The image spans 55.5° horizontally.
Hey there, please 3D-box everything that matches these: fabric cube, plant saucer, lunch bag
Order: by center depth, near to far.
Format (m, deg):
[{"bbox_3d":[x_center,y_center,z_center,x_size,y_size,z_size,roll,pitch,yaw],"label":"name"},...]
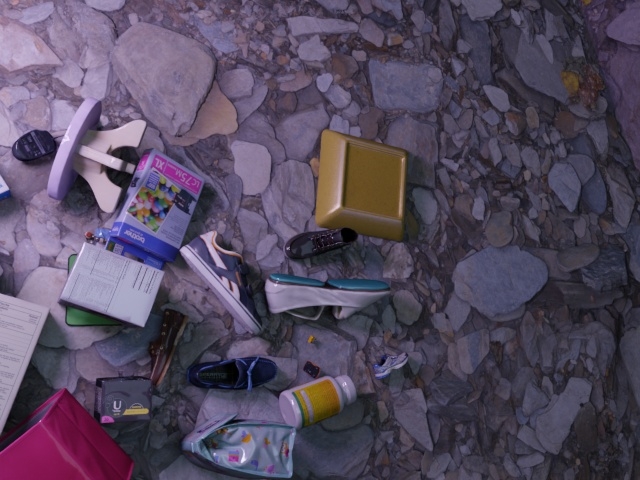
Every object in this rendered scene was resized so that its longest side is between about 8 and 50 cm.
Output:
[{"bbox_3d":[-0.610,0.534,1.362,0.254,0.259,0.258,-40,100,-7],"label":"fabric cube"},{"bbox_3d":[-0.227,0.538,1.597,0.262,0.223,0.160,13,70,-22],"label":"lunch bag"},{"bbox_3d":[0.158,-0.187,1.990,0.333,0.081,0.332,10,77,-24],"label":"plant saucer"}]

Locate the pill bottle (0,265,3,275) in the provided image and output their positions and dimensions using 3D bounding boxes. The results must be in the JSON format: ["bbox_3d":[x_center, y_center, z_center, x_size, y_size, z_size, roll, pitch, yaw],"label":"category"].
[{"bbox_3d":[-0.907,0.074,1.376,0.301,0.169,0.169,-31,95,-28],"label":"pill bottle"}]

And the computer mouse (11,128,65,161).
[{"bbox_3d":[-0.701,-0.274,1.616,0.242,0.041,0.071,-31,104,-34],"label":"computer mouse"}]

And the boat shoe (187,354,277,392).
[{"bbox_3d":[-0.235,0.381,1.694,0.258,0.089,0.109,-5,84,-27],"label":"boat shoe"}]

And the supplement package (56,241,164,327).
[{"bbox_3d":[-0.530,0.119,1.530,0.203,0.194,0.149,24,73,-20],"label":"supplement package"}]

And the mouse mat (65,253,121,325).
[{"bbox_3d":[-0.591,0.131,1.611,0.153,0.007,0.189,4,81,-25],"label":"mouse mat"}]

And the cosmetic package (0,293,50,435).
[{"bbox_3d":[-0.775,0.285,1.436,0.160,0.113,0.309,23,71,-21],"label":"cosmetic package"}]

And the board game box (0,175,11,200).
[{"bbox_3d":[-0.963,-0.174,1.438,0.308,0.086,0.302,-33,97,-27],"label":"board game box"}]

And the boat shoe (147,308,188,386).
[{"bbox_3d":[-0.425,0.284,1.632,0.073,0.073,0.207,25,64,-18],"label":"boat shoe"}]

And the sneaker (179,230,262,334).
[{"bbox_3d":[-0.247,0.113,1.715,0.127,0.126,0.321,-41,98,-20],"label":"sneaker"}]

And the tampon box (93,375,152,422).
[{"bbox_3d":[-0.496,0.397,1.524,0.120,0.161,0.101,4,80,-25],"label":"tampon box"}]

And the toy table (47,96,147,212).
[{"bbox_3d":[-0.568,-0.211,1.567,0.161,0.252,0.274,22,101,-9],"label":"toy table"}]

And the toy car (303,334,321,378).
[{"bbox_3d":[-0.012,0.351,1.830,0.040,0.060,0.122,23,76,-54],"label":"toy car"}]

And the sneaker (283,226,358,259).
[{"bbox_3d":[0.000,0.000,1.858,0.222,0.118,0.083,-16,88,-27],"label":"sneaker"}]

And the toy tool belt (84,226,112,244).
[{"bbox_3d":[-0.581,-0.014,1.616,0.083,0.051,0.052,9,77,-24],"label":"toy tool belt"}]

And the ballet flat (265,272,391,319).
[{"bbox_3d":[0.020,0.177,1.848,0.400,0.139,0.139,5,79,-21],"label":"ballet flat"}]

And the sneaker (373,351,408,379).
[{"bbox_3d":[0.224,0.387,1.940,0.135,0.052,0.058,-28,90,-28],"label":"sneaker"}]

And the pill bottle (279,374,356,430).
[{"bbox_3d":[-0.005,0.465,1.777,0.208,0.117,0.117,-14,87,-28],"label":"pill bottle"}]

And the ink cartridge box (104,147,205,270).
[{"bbox_3d":[-0.447,-0.071,1.657,0.186,0.065,0.311,32,70,-40],"label":"ink cartridge box"}]
